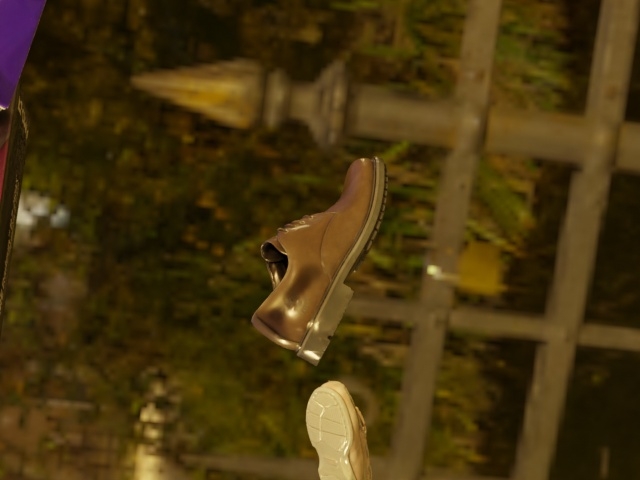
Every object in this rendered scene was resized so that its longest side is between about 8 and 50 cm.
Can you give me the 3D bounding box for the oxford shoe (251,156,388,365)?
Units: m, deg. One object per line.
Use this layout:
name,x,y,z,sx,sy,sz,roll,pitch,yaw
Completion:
oxford shoe,0.000,0.000,1.573,0.083,0.096,0.227,114,-179,-55

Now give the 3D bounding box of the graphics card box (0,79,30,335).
graphics card box,-0.408,0.014,1.577,0.094,0.233,0.371,90,-178,-59

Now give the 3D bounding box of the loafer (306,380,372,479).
loafer,0.018,0.159,1.354,0.039,0.045,0.125,-41,-44,-40

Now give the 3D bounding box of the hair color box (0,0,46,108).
hair color box,-0.377,-0.194,1.225,0.339,0.185,0.110,14,84,41
